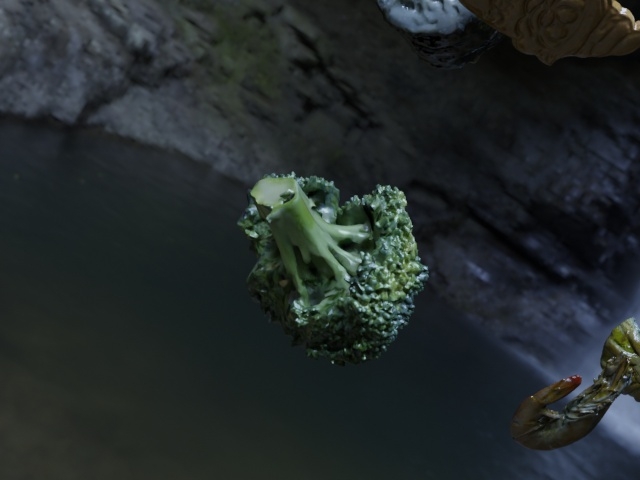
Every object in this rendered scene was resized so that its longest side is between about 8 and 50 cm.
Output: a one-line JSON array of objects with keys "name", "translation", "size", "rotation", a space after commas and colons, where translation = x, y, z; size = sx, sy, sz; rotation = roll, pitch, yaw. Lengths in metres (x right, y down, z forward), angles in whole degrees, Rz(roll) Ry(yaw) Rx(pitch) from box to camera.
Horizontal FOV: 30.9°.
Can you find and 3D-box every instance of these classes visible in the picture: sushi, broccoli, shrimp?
[{"name": "sushi", "translation": [0.192, -0.434, 1.691], "size": [0.211, 0.350, 0.171], "rotation": [-9, -12, 26]}, {"name": "broccoli", "translation": [0.019, 0.003, 1.764], "size": [0.249, 0.302, 0.375], "rotation": [-17, 42, -18]}, {"name": "shrimp", "translation": [0.379, 0.245, 1.764], "size": [0.133, 0.236, 0.053], "rotation": [28, 35, -18]}]

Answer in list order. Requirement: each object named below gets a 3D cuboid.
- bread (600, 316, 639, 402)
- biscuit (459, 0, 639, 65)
[{"name": "bread", "translation": [0.536, 0.212, 2.023], "size": [0.094, 0.157, 0.083], "rotation": [0, 22, 12]}, {"name": "biscuit", "translation": [0.287, -0.283, 1.448], "size": [0.250, 0.162, 0.035], "rotation": [16, 51, 3]}]
